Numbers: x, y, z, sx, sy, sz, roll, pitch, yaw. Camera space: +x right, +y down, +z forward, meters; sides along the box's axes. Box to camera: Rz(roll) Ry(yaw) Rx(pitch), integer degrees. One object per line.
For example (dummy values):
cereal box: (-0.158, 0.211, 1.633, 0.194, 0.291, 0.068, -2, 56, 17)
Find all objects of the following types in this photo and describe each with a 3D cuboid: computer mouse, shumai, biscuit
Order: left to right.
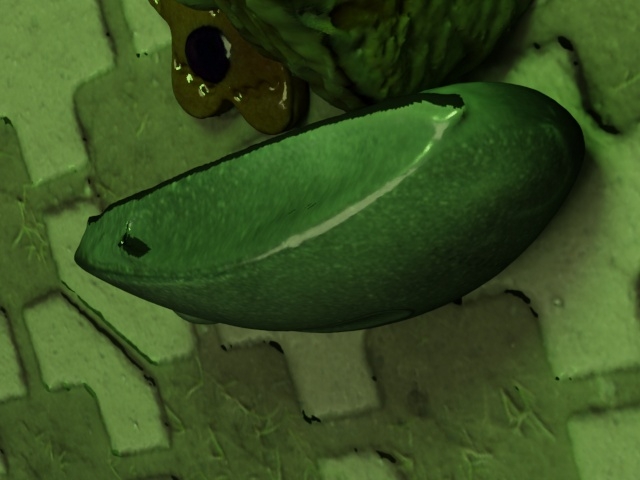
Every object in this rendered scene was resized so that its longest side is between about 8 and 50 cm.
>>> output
biscuit: (-0.061, -0.195, 1.163, 0.180, 0.039, 0.236, 13, 109, 40)
shumai: (-0.004, -0.203, 1.006, 0.218, 0.189, 0.256, 28, 160, 45)
computer mouse: (-0.001, 0.003, 1.057, 0.374, 0.203, 0.114, -19, 76, 40)
